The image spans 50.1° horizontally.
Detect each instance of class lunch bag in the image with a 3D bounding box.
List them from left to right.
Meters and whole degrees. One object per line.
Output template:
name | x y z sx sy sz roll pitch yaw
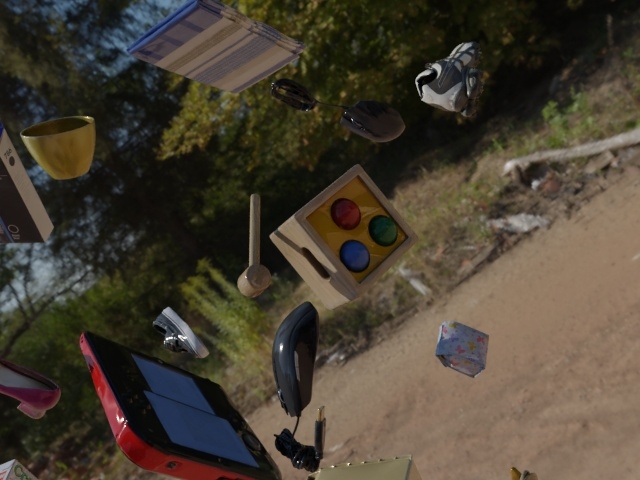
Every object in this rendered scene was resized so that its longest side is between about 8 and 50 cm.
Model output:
lunch bag | 0.235 0.181 1.153 0.053 0.083 0.071 122 169 -49

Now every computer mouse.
computer mouse | -0.039 0.229 1.079 0.184 0.060 0.262 -174 92 -70
computer mouse | 0.031 -0.208 1.118 0.071 0.242 0.041 138 140 -57

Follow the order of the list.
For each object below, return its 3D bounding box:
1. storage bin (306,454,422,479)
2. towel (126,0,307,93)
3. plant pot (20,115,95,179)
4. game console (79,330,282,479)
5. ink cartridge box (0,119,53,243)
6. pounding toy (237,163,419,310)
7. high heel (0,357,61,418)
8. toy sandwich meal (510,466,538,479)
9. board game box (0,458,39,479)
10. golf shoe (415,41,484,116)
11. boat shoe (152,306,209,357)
storage bin | 0.073 0.582 1.387 0.260 0.123 0.262 -16 19 23
towel | -0.189 -0.362 1.290 0.209 0.034 0.285 -22 -18 34
plant pot | -0.485 -0.171 1.296 0.134 0.095 0.134 -6 25 3
game console | -0.262 0.332 1.313 0.060 0.386 0.342 -48 44 5
ink cartridge box | -0.725 -0.130 1.494 0.165 0.333 0.065 -1 42 9
pounding toy | -0.010 -0.004 0.849 0.206 0.181 0.094 -41 3 -32
high heel | -0.600 0.241 1.277 0.117 0.244 0.082 -46 7 38
toy sandwich meal | 0.133 0.204 0.501 0.029 0.085 0.085 21 53 33
board game box | -0.471 0.487 1.090 0.193 0.305 0.053 -23 30 12
golf shoe | 0.190 -0.250 1.019 0.198 0.094 0.077 -74 -11 -59
boat shoe | -0.348 0.236 1.664 0.076 0.080 0.228 -41 40 -14
